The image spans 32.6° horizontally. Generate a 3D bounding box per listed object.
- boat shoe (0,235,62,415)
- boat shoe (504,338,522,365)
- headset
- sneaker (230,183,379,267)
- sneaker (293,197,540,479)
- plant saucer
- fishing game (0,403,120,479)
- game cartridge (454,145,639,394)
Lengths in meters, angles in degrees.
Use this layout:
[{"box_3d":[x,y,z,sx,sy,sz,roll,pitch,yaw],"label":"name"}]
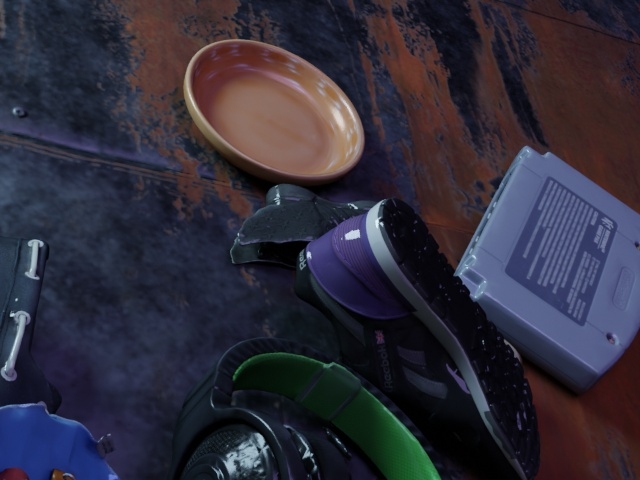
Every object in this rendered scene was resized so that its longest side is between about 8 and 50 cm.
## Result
[{"box_3d":[-0.221,0.104,0.742,0.091,0.114,0.302,5,49,-22],"label":"boat shoe"},{"box_3d":[0.121,0.090,1.019,0.152,0.056,0.049,32,36,-3],"label":"boat shoe"},{"box_3d":[0.025,0.196,0.736,0.243,0.185,0.394,33,25,-19],"label":"headset"},{"box_3d":[0.001,-0.002,1.038,0.170,0.051,0.089,14,45,-15],"label":"sneaker"},{"box_3d":[0.085,0.103,0.963,0.283,0.124,0.107,57,28,-10],"label":"sneaker"},{"box_3d":[-0.050,-0.127,1.132,0.200,0.037,0.200,19,43,-18],"label":"plant saucer"},{"box_3d":[-0.156,0.188,0.658,0.264,0.041,0.189,55,28,-34],"label":"fishing game"},{"box_3d":[0.258,0.027,1.172,0.196,0.060,0.294,32,41,3],"label":"game cartridge"}]
